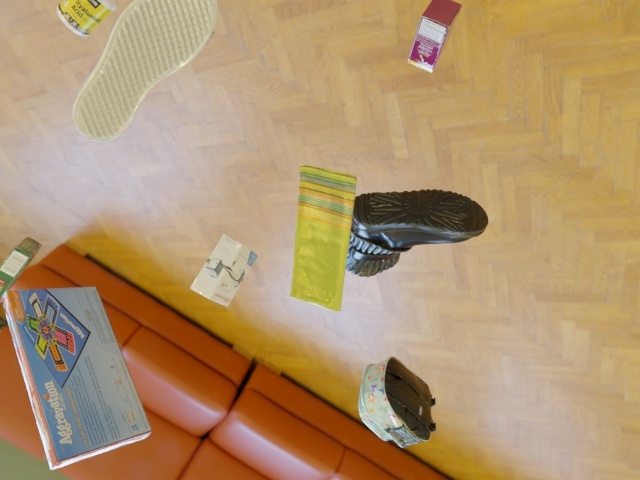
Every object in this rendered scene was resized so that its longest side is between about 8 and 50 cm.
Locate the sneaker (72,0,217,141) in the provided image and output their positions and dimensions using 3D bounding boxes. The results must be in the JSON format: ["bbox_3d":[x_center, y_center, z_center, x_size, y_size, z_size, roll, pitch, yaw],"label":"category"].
[{"bbox_3d":[-0.269,-0.290,0.700,0.282,0.161,0.102,-39,123,14],"label":"sneaker"}]

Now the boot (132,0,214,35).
[{"bbox_3d":[-0.415,-0.603,1.283,0.209,0.076,0.190,32,162,-30],"label":"boot"}]

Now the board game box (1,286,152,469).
[{"bbox_3d":[-0.379,0.193,0.720,0.027,0.145,0.281,-45,64,24],"label":"board game box"}]

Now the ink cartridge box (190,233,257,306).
[{"bbox_3d":[-0.293,0.094,1.423,0.082,0.190,0.139,25,170,19],"label":"ink cartridge box"}]

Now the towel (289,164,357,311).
[{"bbox_3d":[0.000,0.000,0.765,0.102,0.021,0.237,16,112,27],"label":"towel"}]

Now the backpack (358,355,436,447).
[{"bbox_3d":[0.230,0.506,1.481,0.191,0.225,0.253,-24,120,30],"label":"backpack"}]

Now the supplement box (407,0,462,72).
[{"bbox_3d":[0.163,-0.296,0.666,0.043,0.054,0.083,28,155,8],"label":"supplement box"}]

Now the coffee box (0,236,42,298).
[{"bbox_3d":[-0.683,0.085,0.997,0.040,0.184,0.113,36,178,-23],"label":"coffee box"}]

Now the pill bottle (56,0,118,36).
[{"bbox_3d":[-0.406,-0.426,0.825,0.116,0.065,0.065,-33,111,16],"label":"pill bottle"}]

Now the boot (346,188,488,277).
[{"bbox_3d":[0.229,-0.008,1.204,0.349,0.131,0.260,5,145,4],"label":"boot"}]
